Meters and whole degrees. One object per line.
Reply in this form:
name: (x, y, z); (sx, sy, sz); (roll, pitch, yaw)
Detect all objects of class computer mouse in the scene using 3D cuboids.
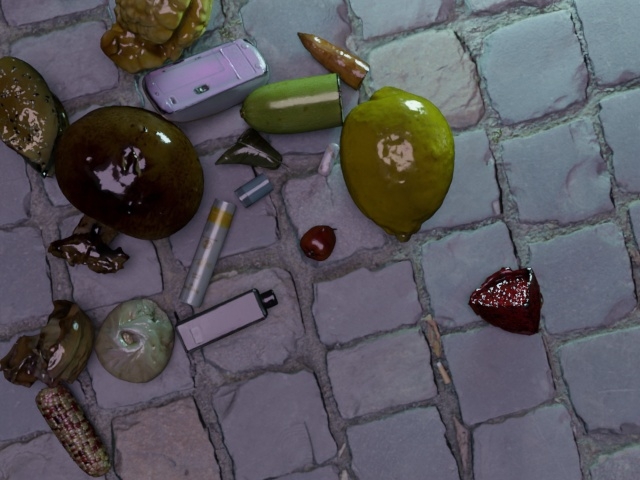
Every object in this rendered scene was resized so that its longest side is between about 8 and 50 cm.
computer mouse: (-0.270, -0.381, 1.901); (0.310, 0.072, 0.158); (-28, 77, -25)

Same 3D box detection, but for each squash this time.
squash: (-0.069, -0.321, 1.904); (0.247, 0.132, 0.132); (-6, 88, 1)

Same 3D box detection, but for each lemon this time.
lemon: (0.178, -0.183, 1.831); (0.286, 0.285, 0.316); (-26, 66, -1)

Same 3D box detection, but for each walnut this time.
walnut: (-0.610, 0.251, 1.866); (0.238, 0.141, 0.204); (-13, 47, 35)

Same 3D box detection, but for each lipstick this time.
lipstick: (-0.272, 0.031, 1.924); (0.059, 0.059, 0.263); (19, 88, 0)

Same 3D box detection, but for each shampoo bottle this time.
shampoo bottle: (-0.220, 0.183, 1.908); (0.246, 0.079, 0.080); (-24, 90, -1)

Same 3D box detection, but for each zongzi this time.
zongzi: (-0.158, -0.178, 1.926); (0.154, 0.062, 0.130); (44, 78, 0)

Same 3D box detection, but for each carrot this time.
carrot: (0.027, -0.449, 1.940); (0.205, 0.072, 0.072); (37, 88, 4)

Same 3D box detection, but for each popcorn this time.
popcorn: (-0.365, -0.533, 1.841); (0.225, 0.265, 0.332); (40, 80, -43)

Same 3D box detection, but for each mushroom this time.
mushroom: (-0.441, -0.120, 1.867); (0.331, 0.356, 0.334); (13, 51, 2)

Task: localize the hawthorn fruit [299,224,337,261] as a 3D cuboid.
hawthorn fruit: (0.000, 0.000, 1.923); (0.081, 0.081, 0.093); (34, 59, 1)

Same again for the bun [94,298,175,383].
bun: (-0.435, 0.235, 1.883); (0.179, 0.128, 0.193); (27, 86, 2)

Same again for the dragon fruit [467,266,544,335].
dragon fruit: (0.448, 0.148, 1.923); (0.161, 0.120, 0.127); (-1, 131, 24)

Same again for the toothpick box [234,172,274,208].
toothpick box: (-0.160, -0.121, 1.933); (0.083, 0.052, 0.052); (-34, 89, -3)

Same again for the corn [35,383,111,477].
corn: (-0.583, 0.453, 1.895); (0.086, 0.086, 0.253); (-32, 90, -1)

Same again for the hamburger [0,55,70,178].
hamburger: (-0.695, -0.301, 1.876); (0.288, 0.167, 0.192); (42, 91, 1)

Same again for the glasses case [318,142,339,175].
glasses case: (0.020, -0.197, 1.952); (0.032, 0.021, 0.083); (22, 88, -2)
